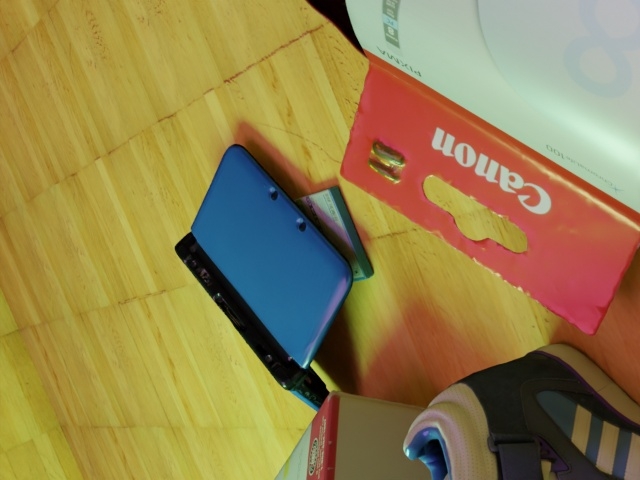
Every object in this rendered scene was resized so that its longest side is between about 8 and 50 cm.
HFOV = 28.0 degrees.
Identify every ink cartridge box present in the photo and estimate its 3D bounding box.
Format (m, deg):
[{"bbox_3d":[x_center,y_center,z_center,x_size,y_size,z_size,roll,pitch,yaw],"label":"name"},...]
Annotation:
[{"bbox_3d":[0.146,-0.119,1.069,0.308,0.091,0.385,34,133,23],"label":"ink cartridge box"},{"bbox_3d":[0.029,0.393,1.582,0.384,0.161,0.279,118,159,-58],"label":"ink cartridge box"}]

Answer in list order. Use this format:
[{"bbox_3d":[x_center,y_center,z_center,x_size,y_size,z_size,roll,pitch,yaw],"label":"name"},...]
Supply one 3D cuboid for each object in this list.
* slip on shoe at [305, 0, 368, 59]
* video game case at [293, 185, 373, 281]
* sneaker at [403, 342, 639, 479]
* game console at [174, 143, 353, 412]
[{"bbox_3d":[0.094,-0.188,1.210,0.331,0.101,0.123,46,145,30],"label":"slip on shoe"},{"bbox_3d":[0.000,0.000,1.611,0.166,0.015,0.119,-15,99,62],"label":"video game case"},{"bbox_3d":[0.224,0.244,1.177,0.323,0.236,0.130,45,146,35],"label":"sneaker"},{"bbox_3d":[-0.045,0.058,1.693,0.293,0.173,0.250,49,-177,35],"label":"game console"}]
